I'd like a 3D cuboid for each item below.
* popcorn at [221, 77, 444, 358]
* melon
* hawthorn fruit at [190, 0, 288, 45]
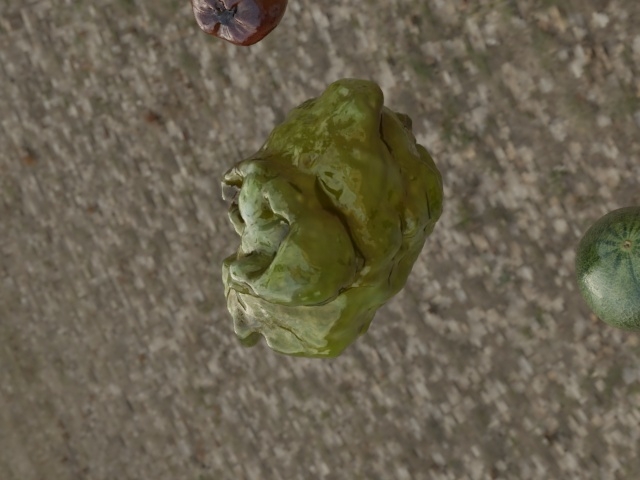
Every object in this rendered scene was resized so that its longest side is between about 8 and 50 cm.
[{"bbox_3d":[0.013,-0.002,1.440,0.334,0.293,0.292,71,-170,-56],"label":"popcorn"},{"bbox_3d":[0.352,0.033,1.307,0.139,0.139,0.192,48,-174,27],"label":"melon"},{"bbox_3d":[-0.063,-0.209,0.976,0.081,0.093,0.081,14,137,13],"label":"hawthorn fruit"}]
